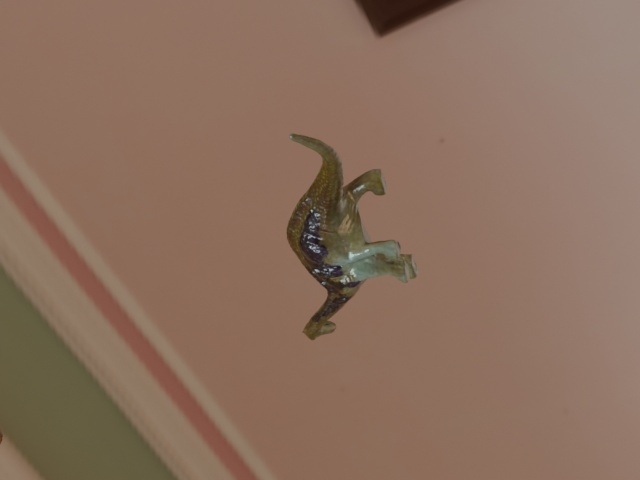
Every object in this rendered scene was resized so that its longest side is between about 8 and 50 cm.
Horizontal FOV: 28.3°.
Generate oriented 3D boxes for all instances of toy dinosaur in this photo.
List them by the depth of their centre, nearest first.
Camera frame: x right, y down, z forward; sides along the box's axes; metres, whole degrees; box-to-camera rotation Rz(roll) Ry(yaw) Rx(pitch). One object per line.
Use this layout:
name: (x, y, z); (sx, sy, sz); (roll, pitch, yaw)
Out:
toy dinosaur: (0.015, -0.002, 0.556); (0.180, 0.058, 0.037); (84, 173, -52)

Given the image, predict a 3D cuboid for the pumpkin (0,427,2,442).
pumpkin: (-0.399, 0.202, 1.060); (0.139, 0.190, 0.280); (42, -160, 7)
